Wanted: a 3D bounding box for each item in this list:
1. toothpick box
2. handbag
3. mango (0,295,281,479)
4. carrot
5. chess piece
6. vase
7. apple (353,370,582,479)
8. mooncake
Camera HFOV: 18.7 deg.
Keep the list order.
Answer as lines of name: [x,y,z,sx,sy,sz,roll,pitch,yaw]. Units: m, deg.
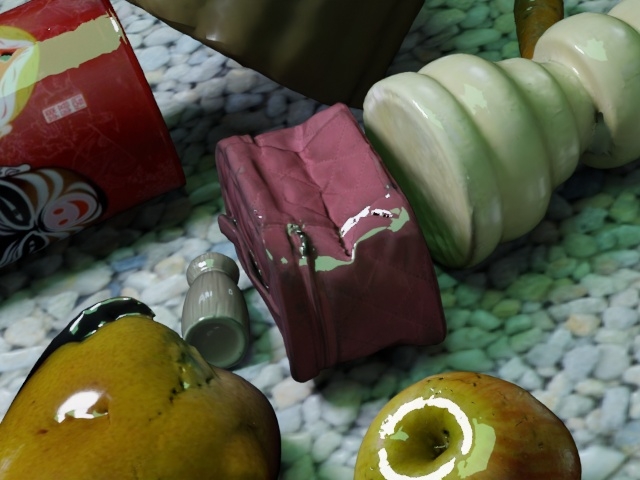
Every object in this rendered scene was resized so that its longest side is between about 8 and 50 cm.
toothpick box: [-0.306,-0.071,1.659,0.333,0.204,0.204,-23,36,-6]
handbag: [0.000,0.000,1.472,0.135,0.146,0.225,-18,35,-6]
mango: [-0.137,0.173,1.303,0.201,0.153,0.287,0,40,34]
carrot: [0.191,-0.160,1.679,0.047,0.047,0.191,-11,43,12]
chess piece: [0.196,-0.111,1.520,0.299,0.167,0.167,-28,36,-17]
vase: [-0.083,0.052,1.520,0.053,0.053,0.101,-16,32,5]
apple: [0.098,0.155,1.247,0.146,0.146,0.146,-13,36,10]
mooncake: [-0.052,-0.266,1.685,0.187,0.324,0.324,-62,35,16]
